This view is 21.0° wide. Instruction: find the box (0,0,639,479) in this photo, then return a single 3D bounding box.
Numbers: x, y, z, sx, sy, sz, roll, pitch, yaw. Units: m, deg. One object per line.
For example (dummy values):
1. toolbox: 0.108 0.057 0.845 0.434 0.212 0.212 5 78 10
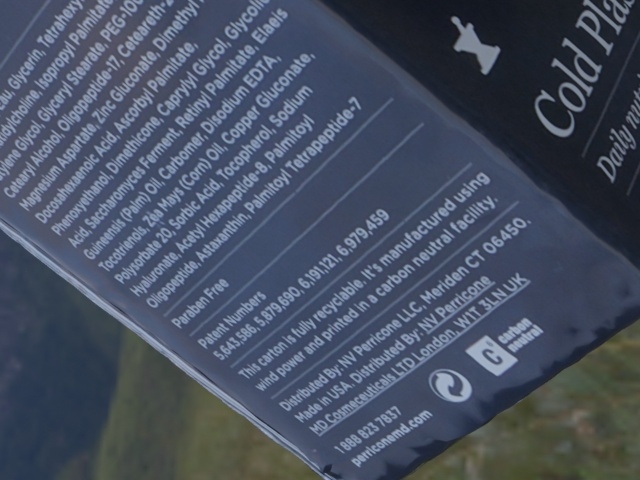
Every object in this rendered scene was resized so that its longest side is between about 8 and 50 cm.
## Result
1. box: -0.001 -0.203 0.988 0.297 0.472 0.480 -44 12 47
